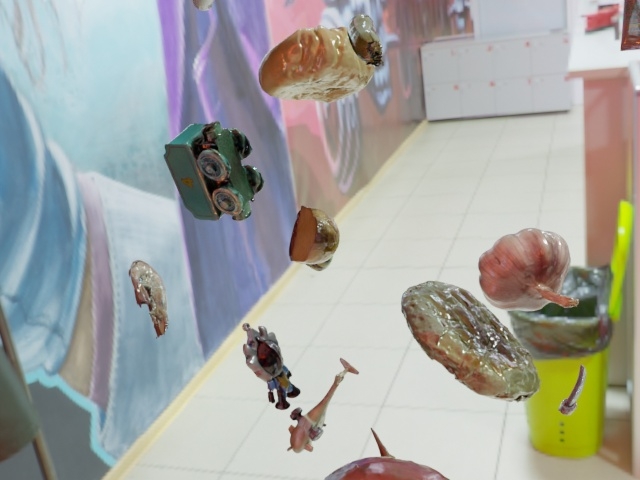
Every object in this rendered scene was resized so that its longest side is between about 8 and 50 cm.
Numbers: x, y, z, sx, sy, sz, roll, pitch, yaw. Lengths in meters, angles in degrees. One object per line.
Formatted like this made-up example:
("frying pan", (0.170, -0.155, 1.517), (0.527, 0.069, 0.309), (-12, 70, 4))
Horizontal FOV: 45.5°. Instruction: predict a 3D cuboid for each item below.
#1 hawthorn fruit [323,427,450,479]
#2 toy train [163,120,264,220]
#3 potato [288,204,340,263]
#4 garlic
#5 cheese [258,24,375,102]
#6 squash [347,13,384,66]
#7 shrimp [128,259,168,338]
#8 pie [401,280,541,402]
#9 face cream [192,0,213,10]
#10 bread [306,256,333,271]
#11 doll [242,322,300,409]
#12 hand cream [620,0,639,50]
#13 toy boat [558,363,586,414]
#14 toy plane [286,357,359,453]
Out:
("hawthorn fruit", (0.073, 0.376, 0.859), (0.258, 0.258, 0.262), (8, 30, 39))
("toy train", (-0.197, -0.127, 1.409), (0.155, 0.197, 0.107), (4, 38, 32))
("potato", (0.000, 0.000, 1.192), (0.067, 0.096, 0.103), (8, 8, -20))
("garlic", (0.527, 0.096, 1.854), (0.245, 0.245, 0.253), (-15, 38, -20))
("cheese", (-0.013, -0.343, 1.520), (0.226, 0.117, 0.214), (-18, -9, 40))
("squash", (0.074, -0.326, 1.244), (0.052, 0.052, 0.183), (-9, 34, -2))
("shrimp", (-0.416, 0.137, 1.855), (0.048, 0.126, 0.223), (-31, 52, 12))
("pie", (0.264, 0.169, 1.332), (0.306, 0.071, 0.306), (26, 24, -13))
("face cream", (-0.204, -0.491, 1.370), (0.101, 0.101, 0.251), (-14, -10, -17))
("bread", (-0.006, 0.019, 1.986), (0.071, 0.130, 0.139), (15, 22, -14))
("doll", (-0.101, 0.238, 1.481), (0.070, 0.195, 0.096), (-11, 26, 37))
("hand cream", (0.548, -0.416, 1.307), (0.047, 0.174, 0.076), (-16, 16, -41))
("toy boat", (0.596, 0.341, 1.766), (0.034, 0.122, 0.096), (30, 18, 26))
("toy plane", (-0.001, 0.422, 1.898), (0.092, 0.286, 0.108), (39, 27, 27))
